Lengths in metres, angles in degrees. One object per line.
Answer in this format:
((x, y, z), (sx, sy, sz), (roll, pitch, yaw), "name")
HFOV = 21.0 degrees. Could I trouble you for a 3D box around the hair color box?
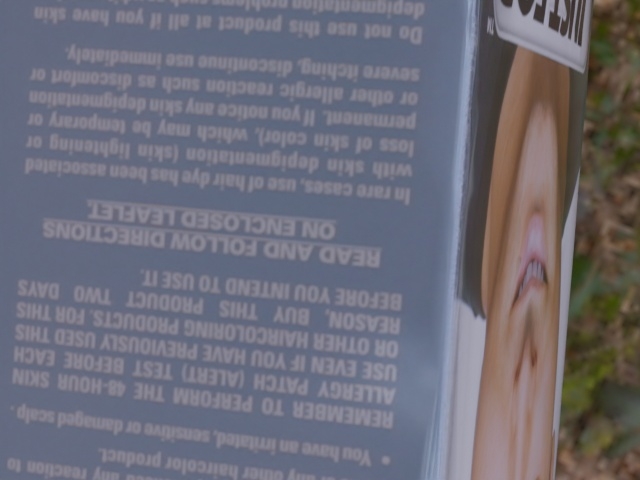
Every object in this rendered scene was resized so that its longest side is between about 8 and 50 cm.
((0.000, 0.000, 0.437), (0.185, 0.114, 0.374), (-9, 104, -74), "hair color box")
